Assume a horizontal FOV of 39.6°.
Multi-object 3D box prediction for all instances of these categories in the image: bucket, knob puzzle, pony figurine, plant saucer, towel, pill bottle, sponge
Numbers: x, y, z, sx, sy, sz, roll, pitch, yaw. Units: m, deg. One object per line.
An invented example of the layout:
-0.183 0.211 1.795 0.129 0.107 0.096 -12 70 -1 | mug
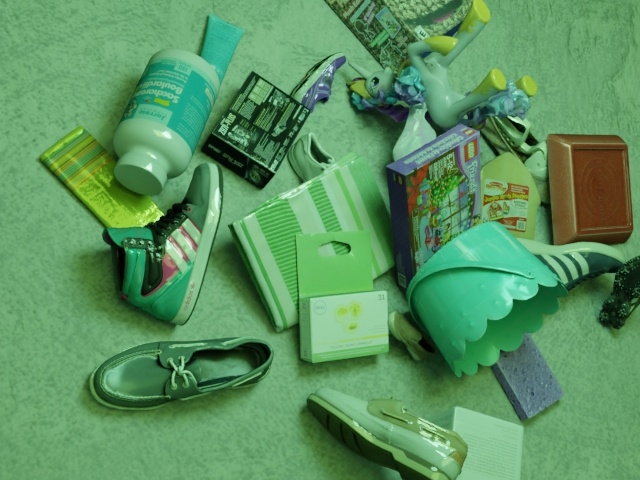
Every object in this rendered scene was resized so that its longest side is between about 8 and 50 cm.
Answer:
0.311 0.110 1.711 0.281 0.281 0.183 -21 60 -30 | bucket
0.403 -0.098 1.970 0.213 0.030 0.213 1 88 -25 | knob puzzle
0.255 -0.282 1.852 0.351 0.363 0.303 52 49 -16 | pony figurine
0.627 -0.117 2.027 0.259 0.047 0.259 -4 90 -35 | plant saucer
-0.394 -0.095 1.623 0.237 0.021 0.102 47 63 -2 | towel
0.000 0.000 1.704 0.325 0.038 0.248 -31 105 -29 | towel
-0.290 -0.215 1.640 0.146 0.146 0.264 25 58 -14 | pill bottle
0.410 0.255 1.844 0.117 0.031 0.210 -24 81 -32 | sponge

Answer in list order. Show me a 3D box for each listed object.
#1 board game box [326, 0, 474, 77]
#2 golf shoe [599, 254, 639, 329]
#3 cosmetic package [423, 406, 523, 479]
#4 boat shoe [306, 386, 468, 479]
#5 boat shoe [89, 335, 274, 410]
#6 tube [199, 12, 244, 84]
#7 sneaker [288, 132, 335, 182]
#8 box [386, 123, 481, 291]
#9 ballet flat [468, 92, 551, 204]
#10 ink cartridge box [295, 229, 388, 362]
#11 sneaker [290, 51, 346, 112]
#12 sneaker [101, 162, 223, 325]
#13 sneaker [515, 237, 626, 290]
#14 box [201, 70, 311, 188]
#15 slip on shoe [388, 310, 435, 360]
0.174 -0.554 2.007 0.291 0.141 0.232 49 58 0 | board game box
0.683 0.100 1.957 0.077 0.198 0.094 38 37 21 | golf shoe
0.265 0.424 1.635 0.151 0.151 0.184 19 61 -16 | cosmetic package
0.117 0.335 1.576 0.302 0.113 0.103 28 61 25 | boat shoe
-0.229 0.215 1.521 0.319 0.099 0.116 -3 71 -26 | boat shoe
-0.213 -0.376 1.809 0.080 0.052 0.207 25 55 -19 | tube
0.016 -0.119 1.779 0.080 0.094 0.212 -33 86 -33 | sneaker
0.230 -0.058 1.754 0.201 0.293 0.057 -32 42 -27 | box
0.458 -0.216 2.020 0.316 0.106 0.107 48 58 -1 | ballet flat
0.042 0.102 1.673 0.171 0.056 0.235 -3 94 -29 | ink cartridge box
0.002 -0.334 1.893 0.071 0.068 0.170 47 65 -19 | sneaker
-0.286 -0.014 1.558 0.178 0.124 0.296 17 79 -24 | sneaker
0.506 0.083 1.916 0.350 0.131 0.148 2 76 -19 | sneaker
-0.126 -0.219 1.763 0.147 0.077 0.180 32 59 -10 | box
0.177 0.184 1.724 0.135 0.041 0.051 55 38 -30 | slip on shoe
